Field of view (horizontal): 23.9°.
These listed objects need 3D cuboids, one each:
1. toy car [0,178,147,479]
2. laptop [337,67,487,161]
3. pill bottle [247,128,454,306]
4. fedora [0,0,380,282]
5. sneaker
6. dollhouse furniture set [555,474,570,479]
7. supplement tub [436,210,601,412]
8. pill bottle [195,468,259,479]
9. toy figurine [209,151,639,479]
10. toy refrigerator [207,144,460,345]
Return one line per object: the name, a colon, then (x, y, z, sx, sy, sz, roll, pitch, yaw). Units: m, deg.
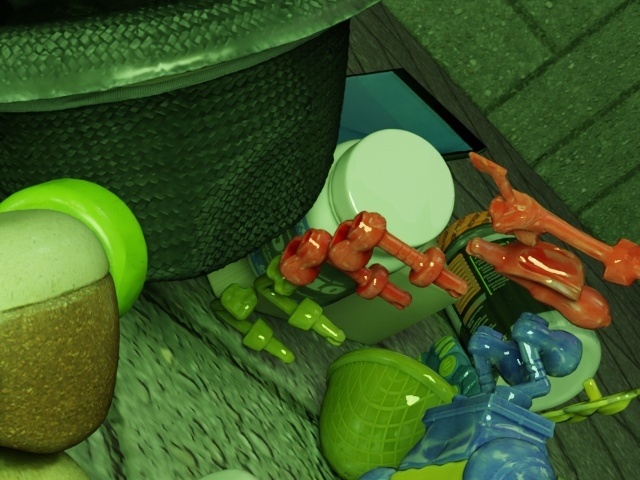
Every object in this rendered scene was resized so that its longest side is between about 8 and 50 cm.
toy car: (-0.119, 0.089, 0.438, 0.155, 0.149, 0.188, -39, 119, -74)
laptop: (-0.028, -0.151, 1.214, 0.264, 0.136, 0.234, 46, 5, -26)
pill bottle: (0.016, -0.012, 0.855, 0.078, 0.078, 0.137, 51, -28, -3)
fedora: (-0.079, -0.076, 0.757, 0.334, 0.334, 0.152, -96, 176, -67)
sneaker: (0.118, 0.136, 1.167, 0.078, 0.067, 0.188, 42, 12, -16)
dollhouse furniture set: (0.114, 0.218, 0.960, 0.161, 0.101, 0.182, 26, 16, -3)
supplement tub: (0.185, 0.065, 1.479, 0.117, 0.117, 0.190, 40, 19, -43)
pill bottle: (-0.011, 0.169, 0.591, 0.152, 0.086, 0.086, 49, 13, -15)
toy figurine: (0.030, 0.129, 0.766, 0.191, 0.217, 0.362, 33, -25, -18)
toy refrigerator: (0.000, 0.000, 1.074, 0.269, 0.094, 0.102, 22, 41, -64)
